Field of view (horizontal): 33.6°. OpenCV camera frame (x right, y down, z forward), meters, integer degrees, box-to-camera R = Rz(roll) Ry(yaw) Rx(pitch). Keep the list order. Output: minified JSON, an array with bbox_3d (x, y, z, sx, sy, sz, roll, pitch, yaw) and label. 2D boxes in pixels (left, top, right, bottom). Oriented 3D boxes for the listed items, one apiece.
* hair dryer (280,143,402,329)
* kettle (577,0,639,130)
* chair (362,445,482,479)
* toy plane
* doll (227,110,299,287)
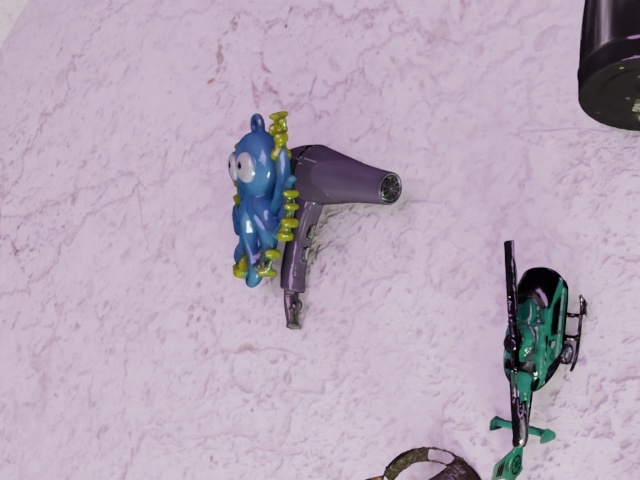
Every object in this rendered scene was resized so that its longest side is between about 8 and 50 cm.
[{"bbox_3d":[0.000,0.000,2.024,0.301,0.121,0.361,15,93,46],"label":"hair dryer"},{"bbox_3d":[0.570,-0.367,1.688,0.321,0.228,0.324,3,67,10],"label":"kettle"},{"bbox_3d":[0.151,0.432,1.704,0.213,0.149,0.174,-37,52,14],"label":"chair"},{"bbox_3d":[0.326,0.192,1.667,0.106,0.155,0.381,10,95,38],"label":"toy plane"},{"bbox_3d":[-0.132,-0.077,2.049,0.346,0.099,0.341,-166,79,-68],"label":"doll"}]
